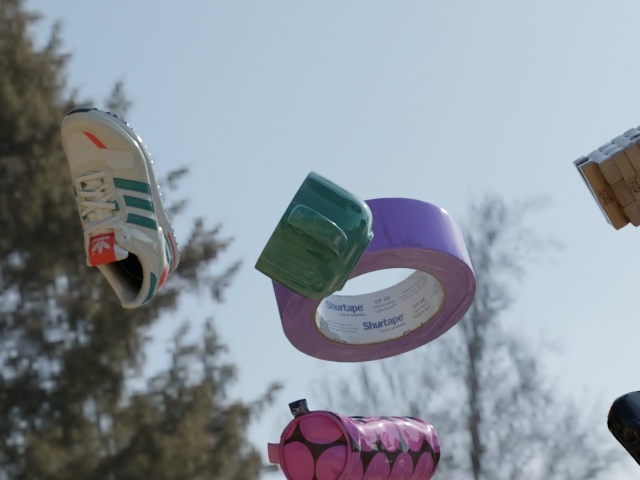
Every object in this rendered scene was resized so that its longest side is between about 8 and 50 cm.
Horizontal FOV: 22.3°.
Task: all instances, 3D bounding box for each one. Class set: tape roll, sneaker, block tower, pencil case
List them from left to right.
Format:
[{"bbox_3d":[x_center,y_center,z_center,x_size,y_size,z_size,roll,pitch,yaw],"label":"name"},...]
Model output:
[{"bbox_3d":[-0.157,-0.021,1.232,0.057,0.161,0.075,-9,29,20],"label":"sneaker"},{"bbox_3d":[0.038,0.216,1.664,0.098,0.095,0.209,-16,-17,28],"label":"pencil case"},{"bbox_3d":[0.073,0.059,2.240,0.274,0.090,0.275,-9,-35,-6],"label":"tape roll"},{"bbox_3d":[0.470,-0.132,1.891,0.335,0.097,0.091,-31,10,4],"label":"block tower"}]

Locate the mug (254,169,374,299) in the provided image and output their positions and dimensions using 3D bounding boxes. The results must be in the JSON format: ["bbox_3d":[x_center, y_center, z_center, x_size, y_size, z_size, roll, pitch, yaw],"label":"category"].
[{"bbox_3d":[-0.003,0.005,1.789,0.129,0.097,0.158,-60,0,26],"label":"mug"}]

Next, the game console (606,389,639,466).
[{"bbox_3d":[0.460,0.262,1.401,0.342,0.386,0.060,2,-50,-48],"label":"game console"}]
